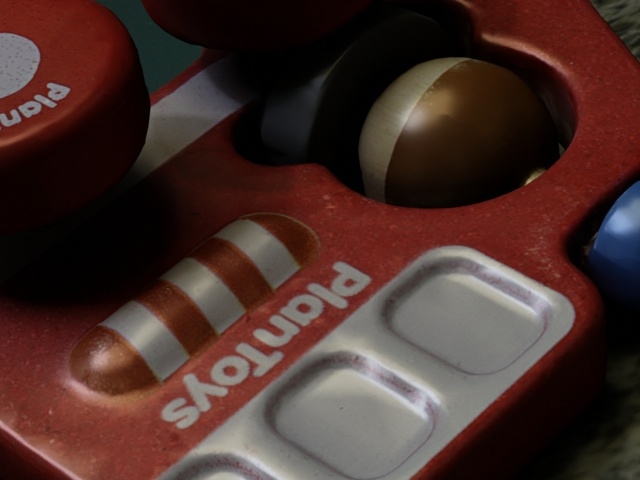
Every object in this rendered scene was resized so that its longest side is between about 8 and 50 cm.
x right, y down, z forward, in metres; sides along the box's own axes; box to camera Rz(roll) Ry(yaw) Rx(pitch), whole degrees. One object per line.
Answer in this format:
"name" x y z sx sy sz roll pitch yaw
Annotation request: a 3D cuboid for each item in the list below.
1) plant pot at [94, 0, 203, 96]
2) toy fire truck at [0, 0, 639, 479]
"plant pot" -0.040 -0.128 0.978 0.234 0.165 0.166 -22 12 -20
"toy fire truck" 0.000 0.000 0.695 0.302 0.169 0.254 -37 49 -28
